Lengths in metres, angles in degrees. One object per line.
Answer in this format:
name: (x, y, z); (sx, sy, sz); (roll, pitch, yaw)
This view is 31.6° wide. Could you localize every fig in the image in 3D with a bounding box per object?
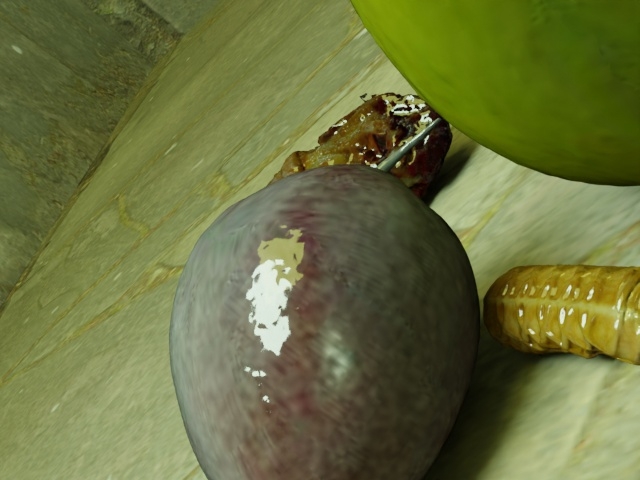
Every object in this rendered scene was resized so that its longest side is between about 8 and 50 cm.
fig: (0.149, -0.192, 0.595); (0.343, 0.343, 0.343); (-44, 19, 20)

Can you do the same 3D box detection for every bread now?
bread: (0.141, 0.039, 0.627); (0.052, 0.044, 0.157); (-61, 19, -12)

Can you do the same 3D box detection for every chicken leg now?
chicken leg: (-0.001, -0.008, 1.011); (0.322, 0.083, 0.177); (-34, 34, 38)

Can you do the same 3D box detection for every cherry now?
cherry: (-0.001, 0.061, 0.697); (0.213, 0.183, 0.266); (130, 156, -56)
